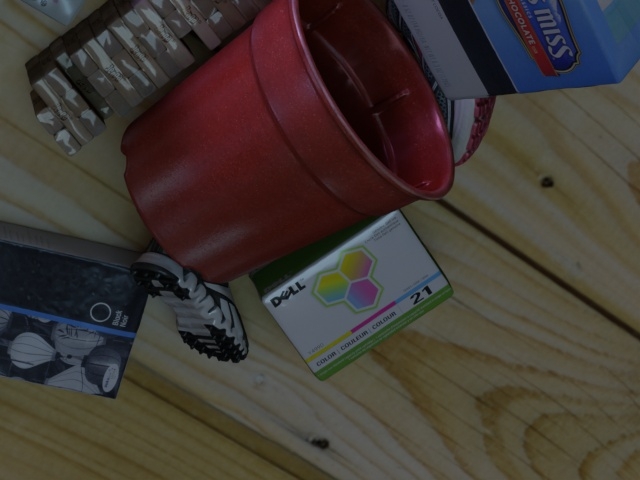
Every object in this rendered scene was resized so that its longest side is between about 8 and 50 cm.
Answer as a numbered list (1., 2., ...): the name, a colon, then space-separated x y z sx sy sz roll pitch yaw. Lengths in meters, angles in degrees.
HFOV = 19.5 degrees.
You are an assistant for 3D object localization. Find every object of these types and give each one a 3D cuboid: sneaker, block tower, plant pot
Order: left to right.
1. block tower: -0.163 -0.232 1.967 0.335 0.097 0.091 -38 115 3
2. sneaker: -0.128 0.051 2.085 0.234 0.078 0.106 55 49 -50
3. plant pot: -0.046 -0.102 1.932 0.265 0.272 0.272 -30 117 24
4. sneaker: 0.131 -0.225 2.039 0.112 0.121 0.299 1 116 18

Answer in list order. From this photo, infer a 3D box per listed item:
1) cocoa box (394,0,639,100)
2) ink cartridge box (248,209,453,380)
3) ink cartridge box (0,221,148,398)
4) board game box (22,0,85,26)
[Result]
1. cocoa box: 0.248 -0.333 1.859 0.347 0.228 0.231 -48 121 -33
2. ink cartridge box: 0.000 0.000 2.097 0.188 0.097 0.255 -34 115 3
3. ink cartridge box: -0.363 0.063 2.059 0.332 0.065 0.165 13 109 -16
4. board game box: -0.361 -0.343 1.805 0.303 0.224 0.097 30 100 -22
